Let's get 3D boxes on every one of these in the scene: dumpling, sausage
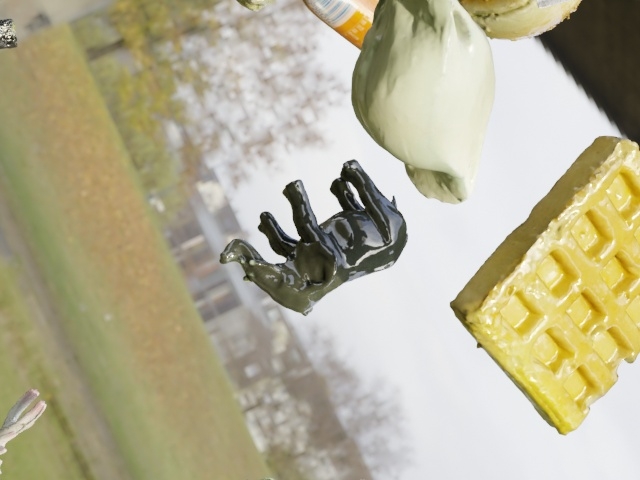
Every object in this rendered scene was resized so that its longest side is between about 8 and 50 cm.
[{"bbox_3d":[0.081,-0.141,1.257,0.151,0.124,0.229,40,-38,40],"label":"dumpling"},{"bbox_3d":[0.057,-0.267,1.764,0.234,0.071,0.071,34,8,-29],"label":"sausage"}]

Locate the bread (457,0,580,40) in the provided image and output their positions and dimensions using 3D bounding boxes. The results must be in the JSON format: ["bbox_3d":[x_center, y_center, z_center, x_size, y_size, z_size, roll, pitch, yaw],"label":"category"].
[{"bbox_3d":[0.316,-0.456,2.266,0.158,0.305,0.306,15,34,-45],"label":"bread"}]

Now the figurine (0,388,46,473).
[{"bbox_3d":[-0.429,0.375,1.824,0.206,0.284,0.316,51,39,-15],"label":"figurine"}]

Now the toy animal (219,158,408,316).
[{"bbox_3d":[-0.001,-0.002,1.747,0.146,0.245,0.114,58,-16,17],"label":"toy animal"}]

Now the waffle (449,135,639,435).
[{"bbox_3d":[0.267,0.046,1.478,0.221,0.248,0.055,49,-11,-36],"label":"waffle"}]

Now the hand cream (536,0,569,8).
[{"bbox_3d":[0.294,-0.425,1.904,0.055,0.086,0.235,162,-87,-76],"label":"hand cream"}]

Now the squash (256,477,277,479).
[{"bbox_3d":[-0.062,0.414,1.770,0.093,0.169,0.252,39,3,-43],"label":"squash"}]

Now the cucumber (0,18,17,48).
[{"bbox_3d":[-0.477,-0.261,1.895,0.039,0.163,0.043,-128,-145,-56],"label":"cucumber"}]

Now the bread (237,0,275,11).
[{"bbox_3d":[0.059,-0.318,1.082,0.314,0.370,0.191,48,9,27],"label":"bread"}]
